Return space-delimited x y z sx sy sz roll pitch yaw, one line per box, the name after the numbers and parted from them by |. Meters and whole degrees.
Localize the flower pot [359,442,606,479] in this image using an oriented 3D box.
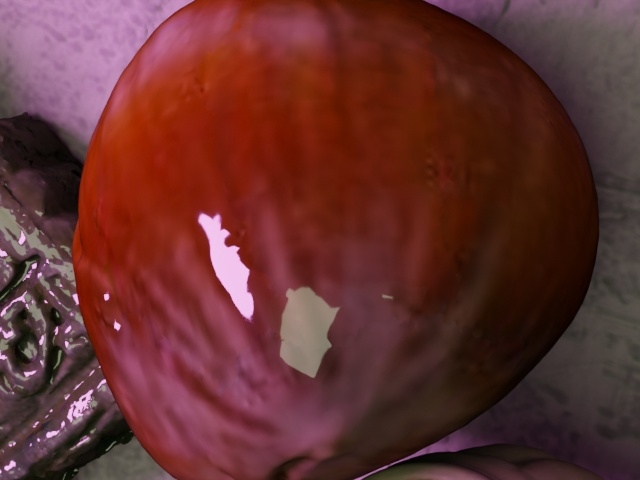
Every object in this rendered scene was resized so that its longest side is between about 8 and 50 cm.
0.143 0.286 1.289 0.307 0.244 0.307 -11 75 48 | flower pot

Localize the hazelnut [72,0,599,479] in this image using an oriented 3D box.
0.000 0.000 1.303 0.372 0.372 0.315 -40 121 22 | hazelnut

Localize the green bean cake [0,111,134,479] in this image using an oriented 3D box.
-0.239 0.064 1.507 0.241 0.132 0.255 -41 85 18 | green bean cake
